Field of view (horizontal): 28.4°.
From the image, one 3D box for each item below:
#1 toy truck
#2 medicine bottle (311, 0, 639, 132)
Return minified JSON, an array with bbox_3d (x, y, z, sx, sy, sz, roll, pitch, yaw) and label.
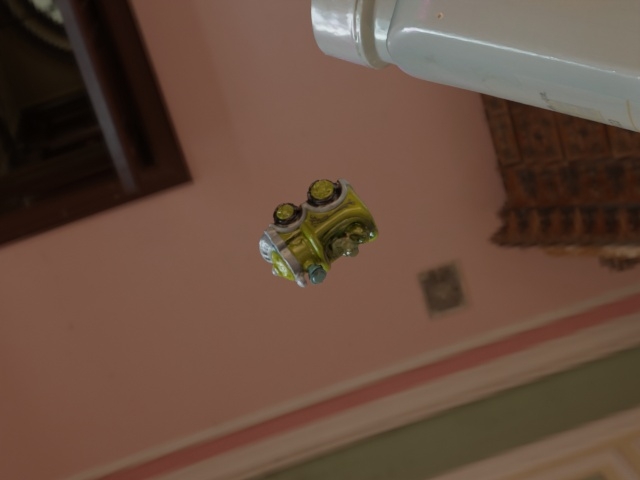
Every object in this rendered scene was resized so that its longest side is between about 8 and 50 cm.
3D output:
[{"bbox_3d":[0.000,0.000,1.205,0.111,0.076,0.077,-35,-127,-8],"label":"toy truck"},{"bbox_3d":[0.146,-0.151,0.898,0.296,0.111,0.161,16,-178,25],"label":"medicine bottle"}]
